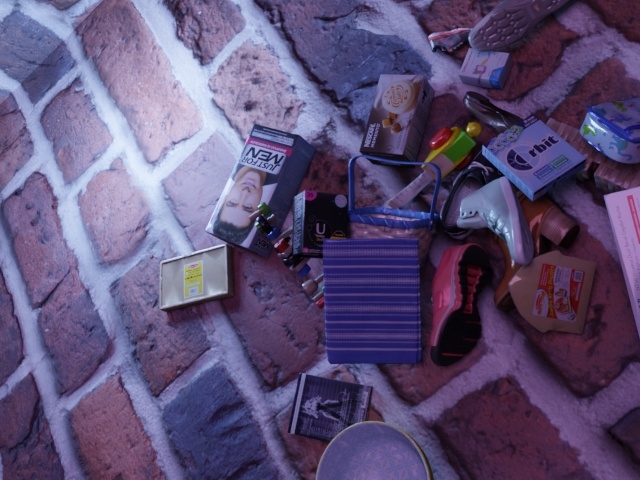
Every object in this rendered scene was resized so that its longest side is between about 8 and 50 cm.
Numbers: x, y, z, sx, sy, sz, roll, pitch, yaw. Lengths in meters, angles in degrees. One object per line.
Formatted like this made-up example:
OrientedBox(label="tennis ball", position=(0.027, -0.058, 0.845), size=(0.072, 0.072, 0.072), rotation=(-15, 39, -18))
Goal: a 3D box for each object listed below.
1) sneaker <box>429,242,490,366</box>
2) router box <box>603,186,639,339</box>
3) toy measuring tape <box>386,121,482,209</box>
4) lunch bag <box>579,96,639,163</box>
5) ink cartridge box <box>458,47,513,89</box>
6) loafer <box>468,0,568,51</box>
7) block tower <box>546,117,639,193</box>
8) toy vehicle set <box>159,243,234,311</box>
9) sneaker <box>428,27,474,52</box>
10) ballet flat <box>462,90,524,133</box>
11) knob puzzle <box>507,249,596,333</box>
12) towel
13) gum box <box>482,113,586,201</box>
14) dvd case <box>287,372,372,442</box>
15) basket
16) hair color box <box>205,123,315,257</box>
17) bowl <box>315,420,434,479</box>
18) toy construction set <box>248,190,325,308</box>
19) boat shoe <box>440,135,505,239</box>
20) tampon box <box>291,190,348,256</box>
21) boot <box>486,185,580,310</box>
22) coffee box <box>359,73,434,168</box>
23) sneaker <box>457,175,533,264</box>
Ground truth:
OrientedBox(label="sneaker", position=(0.332, 0.159, 1.678), size=(0.136, 0.116, 0.314), rotation=(11, 86, 66))
OrientedBox(label="router box", position=(0.797, 0.027, 1.410), size=(0.301, 0.082, 0.335), rotation=(-14, 83, 24))
OrientedBox(label="toy measuring tape", position=(0.312, -0.211, 1.821), size=(0.330, 0.121, 0.121), rotation=(-43, 56, 30))
OrientedBox(label="lunch bag", position=(0.730, -0.252, 1.527), size=(0.219, 0.090, 0.176), rotation=(-9, 42, -19))
OrientedBox(label="ink cartridge box", position=(0.458, -0.478, 1.853), size=(0.122, 0.052, 0.088), rotation=(18, 81, 34))
OrientedBox(label="loafer", position=(0.545, -0.621, 1.823), size=(0.319, 0.112, 0.111), rotation=(-30, 20, 5))
OrientedBox(label="block tower", position=(0.671, -0.187, 1.608), size=(0.335, 0.091, 0.097), rotation=(31, 88, 33))
OrientedBox(label="toy vehicle set", position=(-0.395, 0.120, 2.112), size=(0.267, 0.035, 0.166), rotation=(-14, 66, 24))
OrientedBox(label="sneaker", position=(0.393, -0.577, 1.934), size=(0.158, 0.061, 0.065), rotation=(-2, 98, 29))
OrientedBox(label="ballet flat", position=(0.475, -0.319, 1.784), size=(0.250, 0.084, 0.058), rotation=(43, 132, 31))
OrientedBox(label="knob puzzle", position=(0.526, 0.116, 1.546), size=(0.213, 0.030, 0.213), rotation=(0, 93, -5))
OrientedBox(label="towel", position=(0.131, 0.155, 1.673), size=(0.243, 0.040, 0.336), rotation=(-1, 103, 4))
OrientedBox(label="gum box", position=(0.508, -0.201, 1.595), size=(0.157, 0.041, 0.184), rotation=(-33, 58, -8))
OrientedBox(label="dvd case", position=(0.024, 0.452, 1.773), size=(0.221, 0.018, 0.164), rotation=(4, 75, 29))
OrientedBox(label="basket", position=(0.180, -0.072, 1.751), size=(0.254, 0.201, 0.289), rotation=(13, 109, 31))
OrientedBox(label="hair color box", position=(-0.184, -0.155, 2.051), size=(0.185, 0.113, 0.374), rotation=(19, 83, 32))
OrientedBox(label="bowl", position=(0.149, 0.581, 1.574), size=(0.289, 0.156, 0.289), rotation=(-10, 68, 26))
OrientedBox(label="toy construction set", position=(0.000, 0.000, 1.854), size=(0.237, 0.257, 0.309), rotation=(-38, 79, -2))
OrientedBox(label="boat shoe", position=(0.410, -0.147, 1.735), size=(0.114, 0.091, 0.302), rotation=(22, 84, 33))
OrientedBox(label="tampon box", position=(-0.002, -0.038, 1.715), size=(0.101, 0.120, 0.161), rotation=(162, 111, -70))
OrientedBox(label="boot", position=(0.467, 0.011, 1.644), size=(0.220, 0.109, 0.283), rotation=(43, 106, 40))
OrientedBox(label="coffee box", position=(0.220, -0.342, 1.906), size=(0.141, 0.098, 0.246), rotation=(10, 77, 31))
OrientedBox(label="sneaker", position=(0.410, -0.025, 1.585), size=(0.151, 0.094, 0.256), rotation=(-24, 45, 23))
